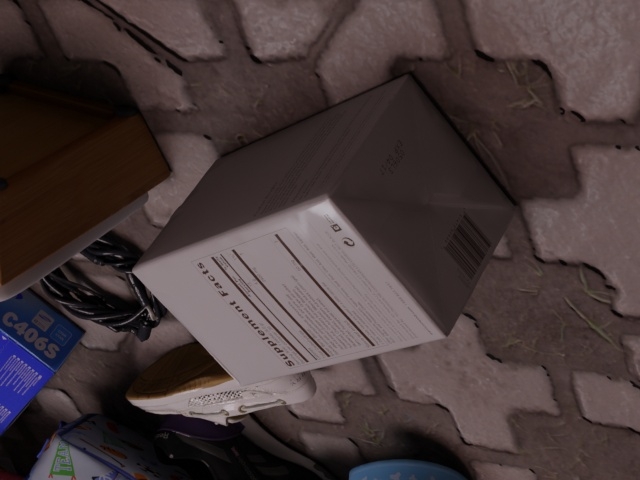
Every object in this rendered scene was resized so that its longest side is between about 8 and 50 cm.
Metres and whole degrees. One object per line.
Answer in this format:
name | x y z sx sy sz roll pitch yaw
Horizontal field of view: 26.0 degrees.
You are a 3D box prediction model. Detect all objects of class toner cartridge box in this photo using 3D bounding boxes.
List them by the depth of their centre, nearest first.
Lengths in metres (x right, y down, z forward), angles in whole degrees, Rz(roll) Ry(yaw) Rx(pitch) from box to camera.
toner cartridge box | -0.461 0.167 1.919 0.165 0.075 0.348 38 143 -8

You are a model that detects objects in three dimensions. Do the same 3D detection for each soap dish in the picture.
soap dish | -0.325 -0.064 1.412 0.229 0.291 0.118 16 120 22

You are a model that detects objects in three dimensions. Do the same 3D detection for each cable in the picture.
cable | -0.268 0.046 1.668 0.184 0.047 0.150 35 143 -1

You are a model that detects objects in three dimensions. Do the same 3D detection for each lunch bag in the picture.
lunch bag | -0.260 0.323 1.817 0.243 0.115 0.303 29 179 2

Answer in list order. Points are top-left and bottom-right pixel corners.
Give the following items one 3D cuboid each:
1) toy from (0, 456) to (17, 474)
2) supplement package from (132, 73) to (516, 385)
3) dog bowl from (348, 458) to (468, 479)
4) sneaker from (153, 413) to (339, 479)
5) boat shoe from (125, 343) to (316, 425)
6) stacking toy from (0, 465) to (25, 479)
toy | -0.491 0.424 2.234 0.137 0.056 0.237 -3 119 30
supplement package | 0.000 0.000 1.313 0.293 0.177 0.175 -18 120 47
dog bowl | 0.050 0.354 1.678 0.297 0.074 0.166 -27 135 35
sneaker | -0.090 0.313 1.769 0.283 0.124 0.107 38 143 -6
boat shoe | -0.122 0.182 1.670 0.277 0.098 0.096 -12 123 42
stacking toy | -0.411 0.464 1.929 0.480 0.350 0.350 1 132 33
